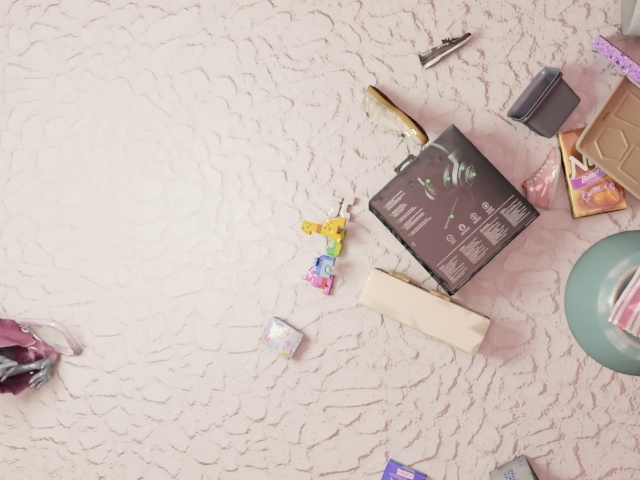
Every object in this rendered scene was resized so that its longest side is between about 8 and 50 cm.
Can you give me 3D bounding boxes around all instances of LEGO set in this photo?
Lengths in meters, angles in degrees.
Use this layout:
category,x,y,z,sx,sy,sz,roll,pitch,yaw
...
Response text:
category,x,y,z,sx,sy,sz,roll,pitch,yaw
LEGO set,0.000,0.000,1.798,0.093,0.087,0.227,16,90,9

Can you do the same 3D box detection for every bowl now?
category,x,y,z,sx,sy,sz,roll,pitch,yaw
bowl,0.662,0.130,1.649,0.311,0.163,0.312,0,89,10

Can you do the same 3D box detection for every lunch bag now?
category,x,y,z,sx,sy,sz,roll,pitch,yaw
lunch bag,-0.085,0.219,1.825,0.083,0.053,0.071,29,91,18

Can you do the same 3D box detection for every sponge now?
category,x,y,z,sx,sy,sz,roll,pitch,yaw
sponge,0.650,-0.348,1.684,0.210,0.117,0.031,42,112,8

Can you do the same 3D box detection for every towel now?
category,x,y,z,sx,sy,sz,roll,pitch,yaw
towel,0.669,0.141,1.550,0.197,0.029,0.144,30,93,9

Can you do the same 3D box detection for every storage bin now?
category,x,y,z,sx,sy,sz,roll,pitch,yaw
storage bin,0.477,-0.286,1.732,0.091,0.098,0.135,37,94,-19

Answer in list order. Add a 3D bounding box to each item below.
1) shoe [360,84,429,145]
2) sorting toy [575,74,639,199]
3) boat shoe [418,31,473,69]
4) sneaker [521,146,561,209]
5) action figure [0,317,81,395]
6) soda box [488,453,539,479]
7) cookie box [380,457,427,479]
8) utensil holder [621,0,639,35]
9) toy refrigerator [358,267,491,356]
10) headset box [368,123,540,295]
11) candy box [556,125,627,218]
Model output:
category,x,y,z,sx,sy,sz,roll,pitch,yaw
shoe,0.157,-0.258,1.756,0.058,0.076,0.219,-51,48,13
sorting toy,0.647,-0.207,1.687,0.208,0.038,0.193,38,80,-9
boat shoe,0.274,-0.424,1.786,0.125,0.046,0.038,-32,89,15
sneaker,0.470,-0.137,1.742,0.070,0.051,0.135,9,94,4
action figure,-0.783,0.191,1.871,0.370,0.248,0.275,33,59,32
soda box,0.403,0.518,1.618,0.091,0.286,0.098,-31,85,7
cookie box,0.172,0.545,1.779,0.091,0.040,0.107,22,93,9
utensil holder,0.803,-0.544,1.567,0.385,0.327,0.328,5,89,12
toy refrigerator,0.225,0.147,1.750,0.269,0.102,0.094,24,92,10
headset box,0.268,-0.067,1.722,0.246,0.131,0.283,-43,83,0
candy box,0.573,-0.147,1.726,0.109,0.053,0.187,-11,85,9
